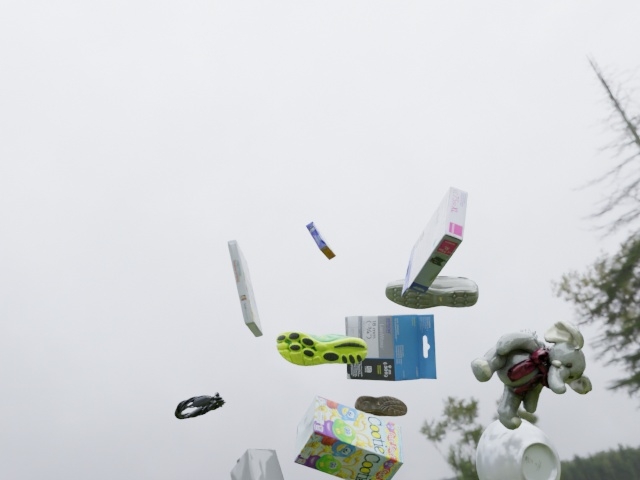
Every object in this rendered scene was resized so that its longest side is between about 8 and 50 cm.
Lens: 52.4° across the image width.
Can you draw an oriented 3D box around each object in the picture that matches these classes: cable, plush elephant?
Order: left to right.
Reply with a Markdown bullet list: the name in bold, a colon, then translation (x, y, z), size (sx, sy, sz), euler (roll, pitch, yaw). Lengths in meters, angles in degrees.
- **cable**: translation (-0.438, 0.598, 2.349), size (0.184, 0.047, 0.150), euler (-22, -25, 0)
- **plush elephant**: translation (0.645, 0.371, 1.883), size (0.255, 0.272, 0.330), euler (-8, 26, 46)

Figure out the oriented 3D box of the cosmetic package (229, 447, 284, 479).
- **cosmetic package**: translation (-0.161, 0.705, 1.786), size (0.107, 0.238, 0.127), euler (16, -56, -30)

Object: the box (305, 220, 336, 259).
- **box**: translation (0.000, 0.000, 1.765), size (0.028, 0.081, 0.136), euler (-33, -21, 5)

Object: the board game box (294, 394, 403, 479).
- **board game box**: translation (0.081, 0.583, 1.863), size (0.275, 0.142, 0.144), euler (22, -61, -10)

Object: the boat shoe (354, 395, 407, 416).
- **boat shoe**: translation (0.198, 0.551, 2.157), size (0.178, 0.064, 0.060), euler (9, -28, -7)

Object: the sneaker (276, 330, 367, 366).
- **sneaker**: translation (0.003, 0.351, 2.090), size (0.295, 0.109, 0.123), euler (6, -6, 4)

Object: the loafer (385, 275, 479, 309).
- **loafer**: translation (0.385, 0.172, 2.256), size (0.319, 0.111, 0.112), euler (4, -60, 6)

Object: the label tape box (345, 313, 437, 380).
- **label tape box**: translation (0.252, 0.391, 2.393), size (0.333, 0.240, 0.106), euler (-8, -9, 39)

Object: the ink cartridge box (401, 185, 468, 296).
- **ink cartridge box**: translation (0.317, 0.017, 1.818), size (0.065, 0.186, 0.311), euler (21, -40, -5)

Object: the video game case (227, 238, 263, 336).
- **video game case**: translation (-0.185, 0.124, 1.610), size (0.026, 0.206, 0.227), euler (-13, -16, -4)

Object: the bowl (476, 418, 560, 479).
- **bowl**: translation (0.659, 0.714, 2.073), size (0.298, 0.298, 0.134), euler (-4, -15, -22)
